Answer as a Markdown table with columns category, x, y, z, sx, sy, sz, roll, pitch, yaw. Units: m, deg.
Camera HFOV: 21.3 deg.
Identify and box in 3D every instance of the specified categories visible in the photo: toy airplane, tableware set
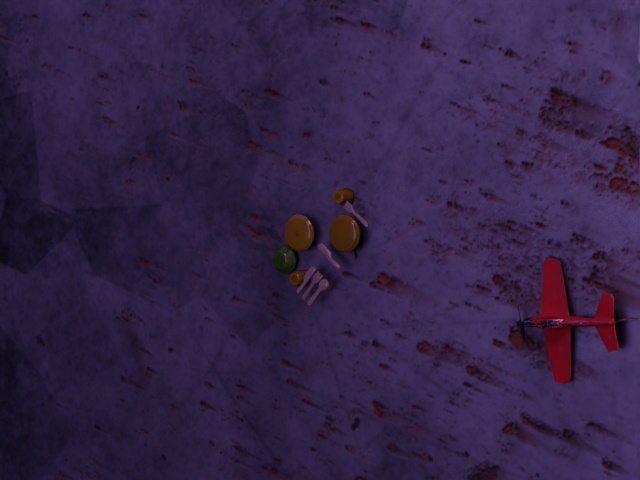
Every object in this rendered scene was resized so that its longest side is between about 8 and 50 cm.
| category | x | y | z | sx | sy | sz | roll | pitch | yaw |
| --- | --- | --- | --- | --- | --- | --- | --- | --- | --- |
| toy airplane | 0.294 | 0.097 | 1.976 | 0.151 | 0.028 | 0.151 | 5 | 99 | 34 |
| tableware set | 0.000 | 0.000 | 2.172 | 0.104 | 0.024 | 0.154 | 47 | 119 | 25 |

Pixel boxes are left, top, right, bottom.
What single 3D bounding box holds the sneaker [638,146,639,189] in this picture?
| category | x | y | z | sx | sy | sz | roll | pitch | yaw |
| --- | --- | --- | --- | --- | --- | --- | --- | --- | --- |
| sneaker | 0.423 | 0.039 | 1.825 | 0.150 | 0.135 | 0.366 | 100 | 157 | -60 |

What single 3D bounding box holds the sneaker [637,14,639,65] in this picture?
| category | x | y | z | sx | sy | sz | roll | pitch | yaw |
| --- | --- | --- | --- | --- | --- | --- | --- | --- | --- |
| sneaker | 0.445 | -0.192 | 1.790 | 0.297 | 0.111 | 0.129 | 44 | 136 | 48 |
